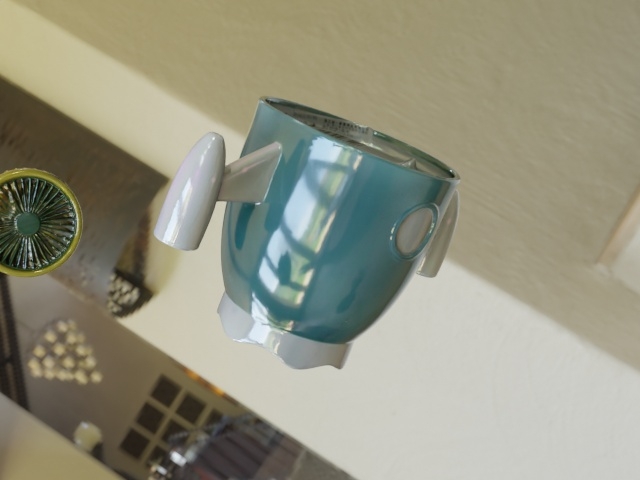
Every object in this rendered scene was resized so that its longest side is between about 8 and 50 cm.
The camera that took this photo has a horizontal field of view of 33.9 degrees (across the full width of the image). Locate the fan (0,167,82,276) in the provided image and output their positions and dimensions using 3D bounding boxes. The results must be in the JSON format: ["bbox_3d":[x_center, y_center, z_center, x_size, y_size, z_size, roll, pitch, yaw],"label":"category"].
[{"bbox_3d":[-0.254,-0.029,0.781,0.082,0.155,0.039,-65,26,-2],"label":"fan"}]

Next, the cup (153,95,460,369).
[{"bbox_3d":[0.000,0.000,0.790,0.300,0.167,0.173,9,-73,-47],"label":"cup"}]
